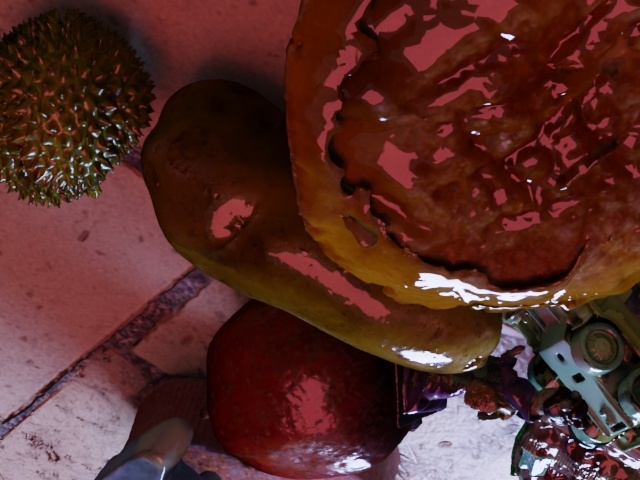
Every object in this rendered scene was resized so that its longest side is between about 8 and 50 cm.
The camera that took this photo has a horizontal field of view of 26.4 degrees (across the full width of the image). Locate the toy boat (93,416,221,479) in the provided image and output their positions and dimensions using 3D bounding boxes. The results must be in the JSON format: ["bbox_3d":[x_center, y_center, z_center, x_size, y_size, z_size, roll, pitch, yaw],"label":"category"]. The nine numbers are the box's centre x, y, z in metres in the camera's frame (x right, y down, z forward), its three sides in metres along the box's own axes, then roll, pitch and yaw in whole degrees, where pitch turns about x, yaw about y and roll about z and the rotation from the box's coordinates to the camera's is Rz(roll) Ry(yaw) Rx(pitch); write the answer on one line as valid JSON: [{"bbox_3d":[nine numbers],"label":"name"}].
[{"bbox_3d":[-0.154,0.320,1.488,0.215,0.123,0.330,34,128,7],"label":"toy boat"}]

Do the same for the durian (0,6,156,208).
[{"bbox_3d":[-0.243,-0.114,1.236,0.159,0.146,0.198,32,128,-12],"label":"durian"}]

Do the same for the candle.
[{"bbox_3d":[-0.075,0.295,1.583,0.317,0.131,0.287,10,136,7],"label":"candle"}]

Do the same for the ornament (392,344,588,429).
[{"bbox_3d":[0.163,0.132,1.271,0.203,0.088,0.081,-2,100,47],"label":"ornament"}]

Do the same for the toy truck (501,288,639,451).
[{"bbox_3d":[0.242,0.064,1.275,0.259,0.135,0.128,47,155,3],"label":"toy truck"}]

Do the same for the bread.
[{"bbox_3d":[0.134,-0.120,1.022,0.336,0.204,0.358,-6,124,-6],"label":"bread"}]

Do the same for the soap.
[{"bbox_3d":[0.333,0.242,1.395,0.273,0.098,0.218,29,137,13],"label":"soap"}]

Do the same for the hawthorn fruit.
[{"bbox_3d":[-0.022,0.143,1.389,0.249,0.215,0.215,-16,126,32],"label":"hawthorn fruit"}]

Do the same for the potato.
[{"bbox_3d":[0.000,0.000,1.216,0.369,0.176,0.195,34,160,4],"label":"potato"}]
